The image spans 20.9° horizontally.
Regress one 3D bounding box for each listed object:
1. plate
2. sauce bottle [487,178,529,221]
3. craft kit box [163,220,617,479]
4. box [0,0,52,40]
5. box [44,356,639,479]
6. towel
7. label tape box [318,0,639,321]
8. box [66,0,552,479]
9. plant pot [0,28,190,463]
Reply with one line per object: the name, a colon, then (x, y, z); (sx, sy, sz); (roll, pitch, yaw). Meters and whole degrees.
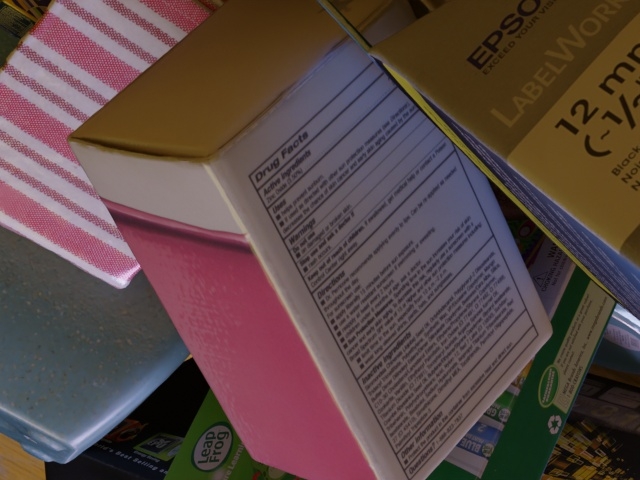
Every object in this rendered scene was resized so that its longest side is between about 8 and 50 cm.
plate: (0.175, 0.050, 1.152); (0.188, 0.024, 0.188); (26, 164, 8)
sauce bottle: (0.090, -0.035, 0.982); (0.128, 0.042, 0.042); (25, 165, 15)
craft kit box: (0.042, 0.084, 1.063); (0.246, 0.250, 0.061); (7, 155, 49)
box: (-0.108, -0.114, 1.024); (0.169, 0.059, 0.054); (32, 166, -19)
box: (0.048, 0.172, 1.251); (0.395, 0.318, 0.097); (15, 116, 37)
towel: (-0.116, -0.072, 0.991); (0.144, 0.197, 0.029); (34, -156, -21)
label tape box: (0.173, -0.011, 0.743); (0.249, 0.115, 0.348); (40, -175, -40)
box: (0.000, 0.000, 0.916); (0.127, 0.148, 0.232); (10, 136, 48)
plant pot: (-0.174, 0.006, 1.164); (0.248, 0.252, 0.247); (29, 165, -5)
